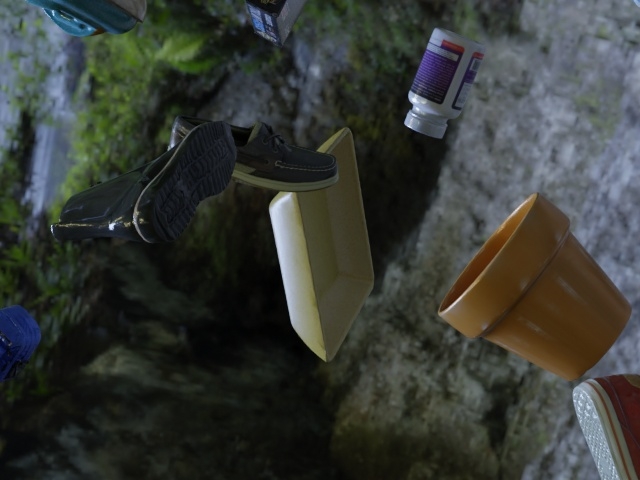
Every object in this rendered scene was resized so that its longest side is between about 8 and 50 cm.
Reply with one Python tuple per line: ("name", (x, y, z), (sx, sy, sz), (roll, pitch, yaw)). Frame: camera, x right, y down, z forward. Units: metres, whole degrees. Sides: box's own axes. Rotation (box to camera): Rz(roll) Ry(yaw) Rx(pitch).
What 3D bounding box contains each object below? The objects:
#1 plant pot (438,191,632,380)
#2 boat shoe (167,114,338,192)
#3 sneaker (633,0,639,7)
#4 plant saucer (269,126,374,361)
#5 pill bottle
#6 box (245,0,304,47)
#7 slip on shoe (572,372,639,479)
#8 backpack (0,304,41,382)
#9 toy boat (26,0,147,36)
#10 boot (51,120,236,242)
("plant pot", (0.288, 0.074, 1.385), (0.188, 0.205, 0.205), (39, -162, 1))
("boat shoe", (-0.084, -0.115, 1.369), (0.223, 0.073, 0.080), (8, -151, -2))
("sneaker", (0.330, -0.339, 1.021), (0.085, 0.237, 0.086), (2, -172, 24))
("plant saucer", (0.000, 0.000, 1.926), (0.081, 0.333, 0.333), (-2, -158, 20))
("pill bottle", (0.233, -0.299, 2.046), (0.108, 0.194, 0.108), (20, -165, -6))
("box", (-0.033, -0.514, 1.933), (0.073, 0.293, 0.295), (27, 180, 1))
("slip on shoe", (0.450, 0.335, 1.479), (0.101, 0.331, 0.123), (-21, -174, -9))
("backpack", (-0.542, 0.177, 1.831), (0.098, 0.120, 0.101), (46, -161, 9))
("toy boat", (-0.411, -0.380, 1.571), (0.318, 0.148, 0.267), (26, -177, 21))
("boot", (-0.184, -0.065, 1.130), (0.137, 0.077, 0.198), (-4, -153, 27))
